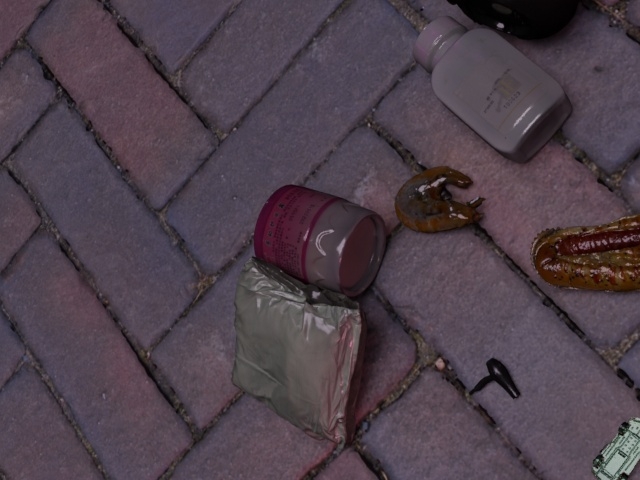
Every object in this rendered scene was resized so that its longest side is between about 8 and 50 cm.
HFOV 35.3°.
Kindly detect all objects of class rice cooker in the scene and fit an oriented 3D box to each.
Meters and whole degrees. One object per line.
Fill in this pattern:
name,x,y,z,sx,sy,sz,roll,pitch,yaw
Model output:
rice cooker,0.350,-0.490,1.772,0.267,0.267,0.225,24,88,30

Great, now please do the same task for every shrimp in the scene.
shrimp,0.220,-0.078,1.851,0.187,0.051,0.133,6,81,31

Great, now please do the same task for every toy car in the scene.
toy car,0.489,0.342,1.622,0.059,0.035,0.122,37,88,29

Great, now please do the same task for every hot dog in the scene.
hot dog,0.477,0.023,1.684,0.252,0.069,0.131,-5,76,28

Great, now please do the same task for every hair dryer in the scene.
hair dryer,0.298,0.255,1.752,0.083,0.031,0.079,-43,71,28

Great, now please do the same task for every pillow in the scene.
pillow,-0.050,0.200,1.837,0.283,0.138,0.310,21,120,29

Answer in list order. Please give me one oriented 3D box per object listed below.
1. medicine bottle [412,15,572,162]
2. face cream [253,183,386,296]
medicine bottle,0.301,-0.284,1.828,0.161,0.111,0.296,-49,63,7
face cream,0.000,0.000,1.877,0.194,0.175,0.175,18,87,31
